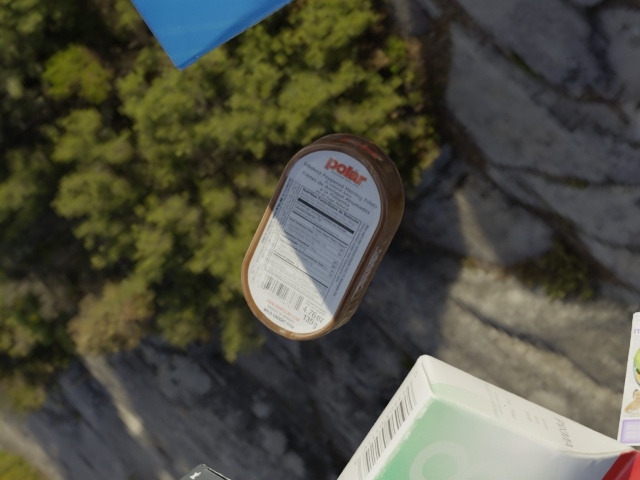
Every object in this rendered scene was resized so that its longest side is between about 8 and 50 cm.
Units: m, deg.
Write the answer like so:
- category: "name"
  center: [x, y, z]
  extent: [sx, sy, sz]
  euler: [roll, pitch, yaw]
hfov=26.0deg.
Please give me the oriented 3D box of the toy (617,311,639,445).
- category: "toy"
  center: [0.510, 0.189, 2.049]
  extent: [0.137, 0.237, 0.056]
  euler: [-7, 143, 30]

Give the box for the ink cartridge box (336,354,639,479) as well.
- category: "ink cartridge box"
  center: [0.111, 0.186, 0.813]
  extent: [0.225, 0.056, 0.181]
  euler: [26, 113, -13]

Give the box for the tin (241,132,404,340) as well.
- category: "tin"
  center: [0.000, 0.000, 1.173]
  extent: [0.106, 0.040, 0.189]
  euler: [30, 115, 12]

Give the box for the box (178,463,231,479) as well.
- category: "box"
  center: [-0.092, 0.377, 1.566]
  extent: [0.153, 0.108, 0.207]
  euler: [14, 139, 57]

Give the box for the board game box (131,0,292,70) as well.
- category: "board game box"
  center: [-0.019, -0.286, 0.856]
  extent: [0.086, 0.302, 0.308]
  euler: [57, -178, -43]
